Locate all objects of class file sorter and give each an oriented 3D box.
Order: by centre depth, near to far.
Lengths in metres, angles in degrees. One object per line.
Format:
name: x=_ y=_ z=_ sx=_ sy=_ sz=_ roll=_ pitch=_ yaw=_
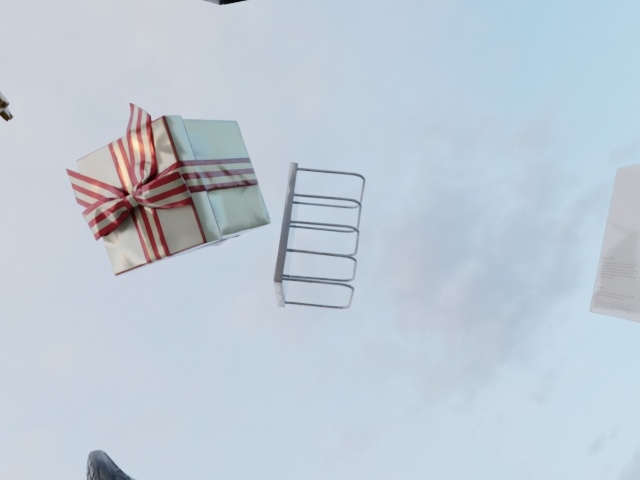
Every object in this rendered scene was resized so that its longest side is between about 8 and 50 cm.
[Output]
file sorter: x=0.000 y=0.000 z=1.342 sx=0.173 sy=0.278 sz=0.193 roll=6 pitch=-22 yaw=2

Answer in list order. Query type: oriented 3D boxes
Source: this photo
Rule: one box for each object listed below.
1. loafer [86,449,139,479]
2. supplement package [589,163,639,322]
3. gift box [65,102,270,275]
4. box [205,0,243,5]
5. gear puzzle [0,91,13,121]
loafer: x=-0.350 y=0.442 z=1.046 sx=0.078 sy=0.223 sz=0.076 roll=-2 pitch=-70 yaw=-37
supplement package: x=0.465 y=0.013 z=0.734 sx=0.149 sy=0.194 sz=0.203 roll=11 pitch=-90 yaw=-7
gift box: x=-0.287 y=-0.099 z=1.110 sx=0.255 sy=0.276 sz=0.258 roll=-24 pitch=0 yaw=27
box: x=-0.087 y=-0.403 z=0.894 sx=0.220 sy=0.175 sz=0.051 roll=-22 pitch=-55 yaw=-24
gear puzzle: x=-0.558 y=-0.293 z=0.845 sx=0.044 sy=0.175 sz=0.339 roll=-39 pitch=-44 yaw=-3
